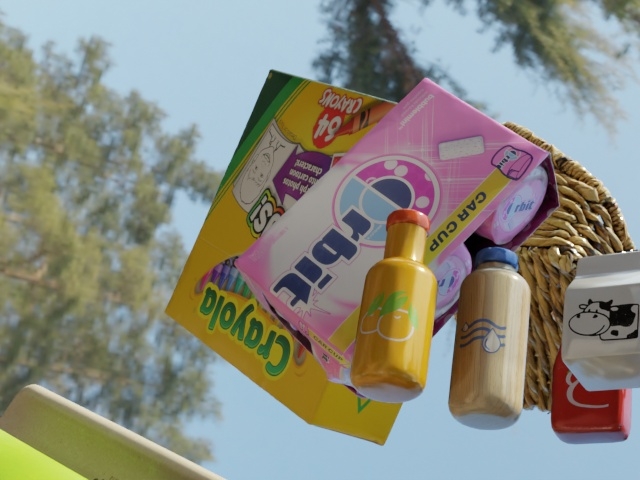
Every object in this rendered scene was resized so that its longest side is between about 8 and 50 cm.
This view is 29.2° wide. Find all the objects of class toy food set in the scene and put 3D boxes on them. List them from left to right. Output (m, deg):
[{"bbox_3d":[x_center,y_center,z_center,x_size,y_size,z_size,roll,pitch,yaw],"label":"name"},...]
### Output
[{"bbox_3d":[0.140,0.036,0.629,0.232,0.111,0.104,-8,-123,29],"label":"toy food set"}]

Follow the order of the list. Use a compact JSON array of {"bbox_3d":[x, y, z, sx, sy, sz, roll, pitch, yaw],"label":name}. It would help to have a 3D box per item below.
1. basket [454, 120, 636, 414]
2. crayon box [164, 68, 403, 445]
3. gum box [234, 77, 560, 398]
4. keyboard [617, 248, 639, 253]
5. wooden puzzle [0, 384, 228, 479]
[{"bbox_3d":[0.287,0.036,1.435,0.213,0.299,0.223,7,-133,32],"label":"basket"},{"bbox_3d":[0.000,0.000,1.302,0.363,0.106,0.313,26,-88,58],"label":"crayon box"},{"bbox_3d":[0.046,-0.001,0.774,0.188,0.062,0.107,-45,-124,-12],"label":"gum box"},{"bbox_3d":[0.357,0.032,1.170,0.108,0.180,0.023,-24,-122,59],"label":"keyboard"},{"bbox_3d":[-0.163,0.168,0.556,0.221,0.044,0.239,17,-134,40],"label":"wooden puzzle"}]
